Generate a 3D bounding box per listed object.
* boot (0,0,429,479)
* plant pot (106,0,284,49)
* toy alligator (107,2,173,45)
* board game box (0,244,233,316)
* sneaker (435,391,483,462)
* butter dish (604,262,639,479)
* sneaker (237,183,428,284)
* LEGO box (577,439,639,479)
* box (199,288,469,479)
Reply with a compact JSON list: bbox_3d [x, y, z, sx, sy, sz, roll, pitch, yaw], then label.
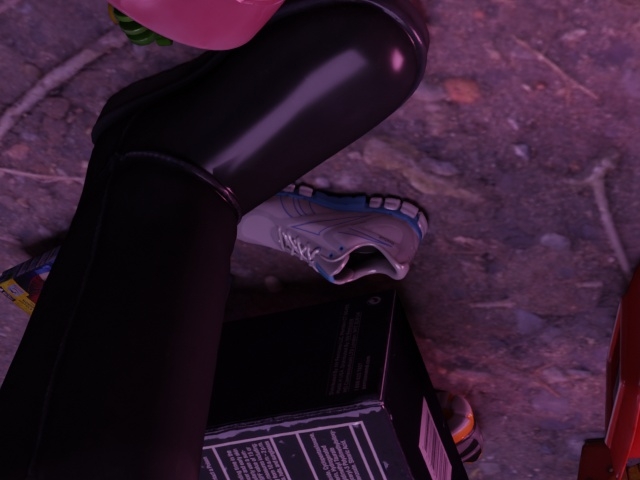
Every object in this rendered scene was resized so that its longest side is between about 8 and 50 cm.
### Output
[{"bbox_3d":[-0.095,0.032,1.168,0.367,0.445,0.146,-25,127,39],"label":"boot"},{"bbox_3d":[-0.073,-0.264,1.027,0.201,0.201,0.180,32,122,-20],"label":"plant pot"},{"bbox_3d":[-0.159,-0.218,1.204,0.056,0.051,0.190,0,139,18],"label":"toy alligator"},{"bbox_3d":[-0.197,0.056,1.539,0.194,0.060,0.194,-22,128,36],"label":"board game box"},{"bbox_3d":[0.080,0.229,1.640,0.214,0.084,0.083,-12,139,28],"label":"sneaker"},{"bbox_3d":[0.327,0.125,1.372,0.118,0.160,0.160,7,140,6],"label":"butter dish"},{"bbox_3d":[0.000,0.000,1.390,0.190,0.083,0.071,4,141,16],"label":"sneaker"},{"bbox_3d":[0.424,0.501,1.619,0.193,0.372,0.500,-8,136,25],"label":"LEGO box"},{"bbox_3d":[-0.026,0.232,1.490,0.294,0.183,0.296,-12,123,15],"label":"box"}]
